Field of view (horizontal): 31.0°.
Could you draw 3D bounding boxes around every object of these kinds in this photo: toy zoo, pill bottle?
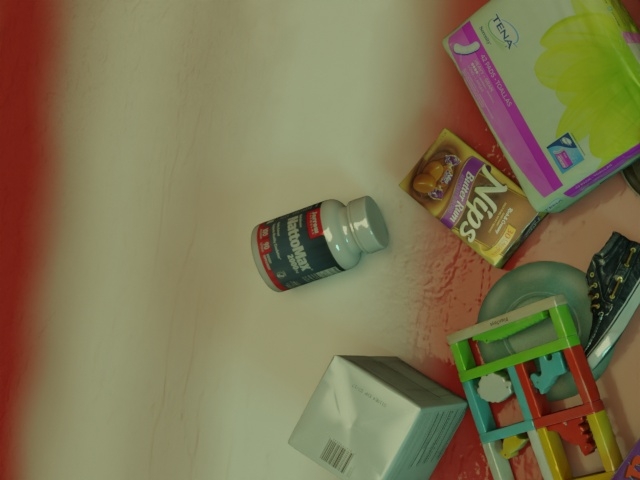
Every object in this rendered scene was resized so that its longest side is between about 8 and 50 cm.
[{"bbox_3d":[0.290,0.238,1.535,0.192,0.030,0.293,-27,77,42],"label":"toy zoo"},{"bbox_3d":[0.000,0.000,1.681,0.180,0.108,0.108,-20,78,19],"label":"pill bottle"}]

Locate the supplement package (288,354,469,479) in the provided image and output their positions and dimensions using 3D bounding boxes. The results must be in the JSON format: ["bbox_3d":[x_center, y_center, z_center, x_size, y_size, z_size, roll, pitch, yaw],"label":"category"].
[{"bbox_3d":[0.086,0.243,1.546,0.139,0.244,0.133,30,96,23],"label":"supplement package"}]

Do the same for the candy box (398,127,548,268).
[{"bbox_3d":[0.216,-0.060,1.629,0.187,0.053,0.109,41,100,19],"label":"candy box"}]

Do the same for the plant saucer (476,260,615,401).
[{"bbox_3d":[0.304,0.123,1.582,0.195,0.037,0.194,-3,83,23],"label":"plant saucer"}]

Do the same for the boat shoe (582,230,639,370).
[{"bbox_3d":[0.377,0.079,1.530,0.083,0.065,0.183,31,80,16],"label":"boat shoe"}]

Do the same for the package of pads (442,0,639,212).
[{"bbox_3d":[0.325,-0.219,1.546,0.229,0.101,0.296,-37,71,31],"label":"package of pads"}]

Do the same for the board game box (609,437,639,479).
[{"bbox_3d":[0.511,0.249,1.394,0.208,0.056,0.347,29,76,41],"label":"board game box"}]

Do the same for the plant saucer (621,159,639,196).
[{"bbox_3d":[0.482,-0.121,1.538,0.169,0.029,0.168,-2,85,22],"label":"plant saucer"}]
